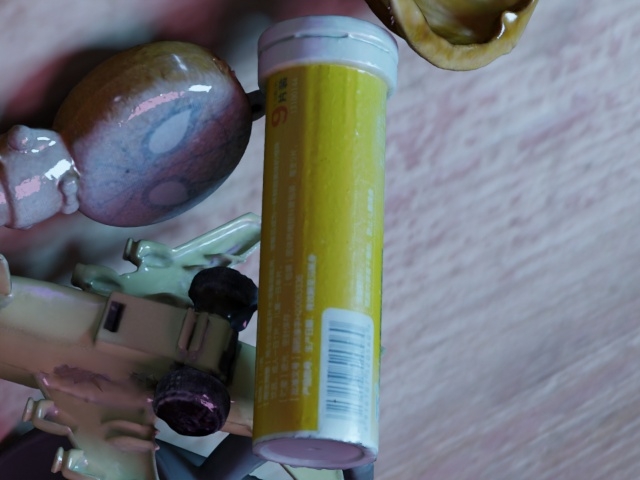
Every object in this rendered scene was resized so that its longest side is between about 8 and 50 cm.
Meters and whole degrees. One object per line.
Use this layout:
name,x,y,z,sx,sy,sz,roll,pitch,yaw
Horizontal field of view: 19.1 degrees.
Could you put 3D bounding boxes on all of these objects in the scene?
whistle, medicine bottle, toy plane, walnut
whistle,-0.124,-0.042,0.961,0.220,0.057,0.107,-22,146,-23
medicine bottle,0.000,0.000,0.940,0.074,0.074,0.218,27,58,-49
toy plane,-0.091,0.060,0.971,0.244,0.229,0.092,20,141,-7
walnut,0.053,-0.186,0.979,0.167,0.087,0.211,-50,146,-31

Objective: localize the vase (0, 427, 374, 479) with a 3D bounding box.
vase,-0.059,0.191,1.127,0.251,0.156,0.301,-42,148,18
